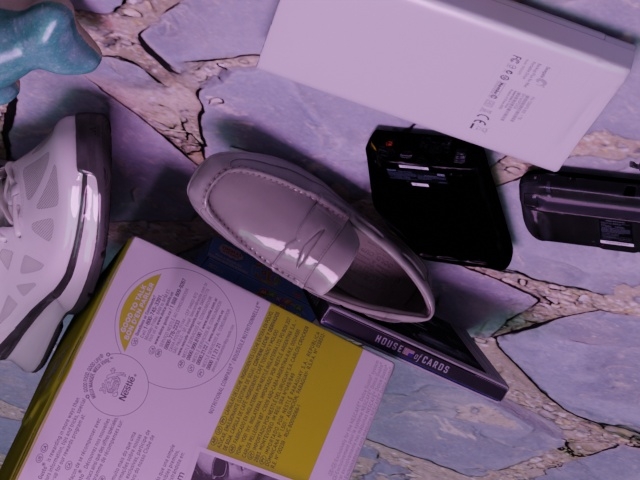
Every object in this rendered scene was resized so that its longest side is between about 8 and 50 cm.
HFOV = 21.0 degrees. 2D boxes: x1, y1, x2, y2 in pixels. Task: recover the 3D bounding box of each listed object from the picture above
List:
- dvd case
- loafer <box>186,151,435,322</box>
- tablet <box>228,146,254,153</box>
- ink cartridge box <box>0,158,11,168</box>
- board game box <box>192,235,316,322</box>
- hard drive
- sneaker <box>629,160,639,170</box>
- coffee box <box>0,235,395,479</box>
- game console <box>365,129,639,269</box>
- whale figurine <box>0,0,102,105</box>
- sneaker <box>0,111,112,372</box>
[{"bbox_3d":[0.089,0.101,1.994,0.239,0.029,0.179,26,-168,-19],"label":"dvd case"},{"bbox_3d":[0.000,0.000,1.852,0.319,0.112,0.111,25,-167,-32],"label":"loafer"},{"bbox_3d":[-0.062,-0.077,1.889,0.083,0.006,0.054,16,153,1],"label":"tablet"},{"bbox_3d":[-0.492,-0.041,2.151,0.275,0.060,0.239,11,154,10],"label":"ink cartridge box"},{"bbox_3d":[-0.109,0.093,2.152,0.160,0.039,0.211,26,140,-14],"label":"board game box"},{"bbox_3d":[0.107,-0.168,1.580,0.307,0.040,0.203,19,153,-4],"label":"hard drive"},{"bbox_3d":[0.325,-0.074,1.632,0.069,0.038,0.098,6,151,20],"label":"sneaker"},{"bbox_3d":[-0.165,0.239,1.966,0.334,0.338,0.337,26,162,-9],"label":"coffee box"},{"bbox_3d":[0.227,-0.028,1.776,0.361,0.044,0.213,8,153,19],"label":"game console"},{"bbox_3d":[-0.358,-0.186,1.705,0.272,0.141,0.216,6,151,20],"label":"whale figurine"},{"bbox_3d":[-0.393,0.004,1.941,0.257,0.169,0.447,9,143,-20],"label":"sneaker"}]
